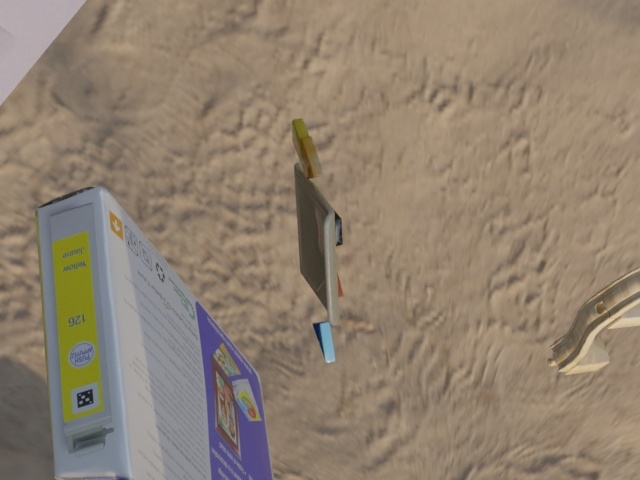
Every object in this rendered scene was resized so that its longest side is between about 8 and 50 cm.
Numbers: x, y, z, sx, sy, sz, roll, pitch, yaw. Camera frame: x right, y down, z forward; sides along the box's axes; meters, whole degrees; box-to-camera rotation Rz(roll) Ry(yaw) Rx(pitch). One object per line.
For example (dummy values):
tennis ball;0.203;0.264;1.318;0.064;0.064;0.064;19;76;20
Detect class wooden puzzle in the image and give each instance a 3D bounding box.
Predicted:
wooden puzzle;0.000;0.000;0.805;0.014;0.116;0.078;-9;35;-11

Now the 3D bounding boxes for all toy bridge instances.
toy bridge;0.194;0.038;0.911;0.063;0.188;0.026;-3;64;-33

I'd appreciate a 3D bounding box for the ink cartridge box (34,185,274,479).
ink cartridge box;-0.105;0.165;1.093;0.072;0.303;0.307;-17;53;11

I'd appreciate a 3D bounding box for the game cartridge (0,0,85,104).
game cartridge;-0.274;-0.148;0.958;0.068;0.230;0.355;40;91;29
